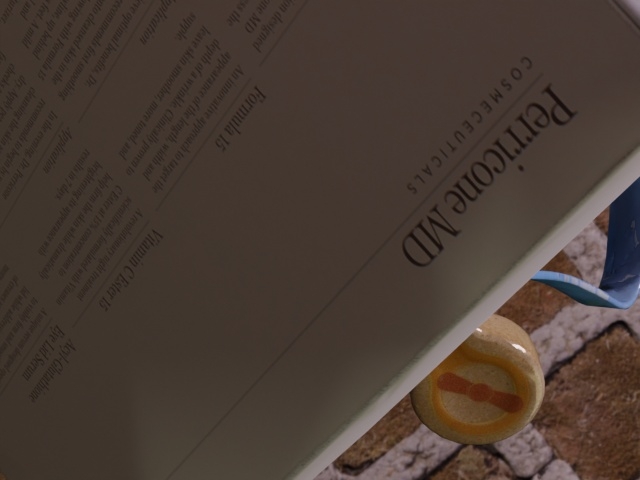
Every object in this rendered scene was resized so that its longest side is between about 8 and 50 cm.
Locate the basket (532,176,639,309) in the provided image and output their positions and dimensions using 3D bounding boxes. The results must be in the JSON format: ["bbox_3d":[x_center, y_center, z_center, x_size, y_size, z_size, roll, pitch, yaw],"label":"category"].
[{"bbox_3d":[0.130,-0.115,0.961,0.255,0.201,0.289,13,86,-65],"label":"basket"}]

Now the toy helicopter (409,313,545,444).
[{"bbox_3d":[0.000,0.000,1.092,0.235,0.355,0.140,-34,-155,15],"label":"toy helicopter"}]

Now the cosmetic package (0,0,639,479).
[{"bbox_3d":[-0.057,-0.064,0.614,0.097,0.284,0.377,-33,170,-40],"label":"cosmetic package"}]
